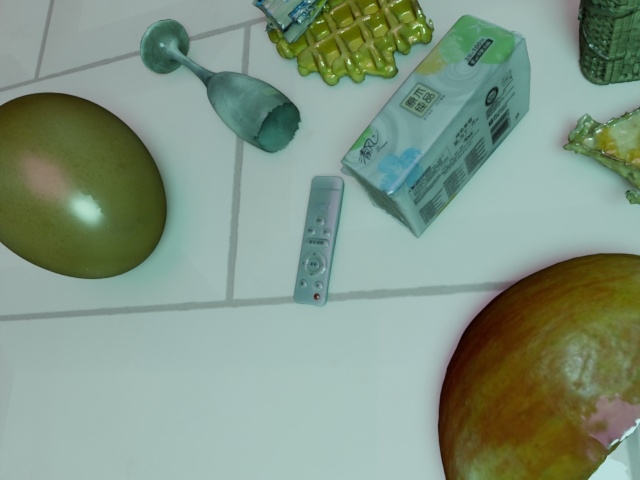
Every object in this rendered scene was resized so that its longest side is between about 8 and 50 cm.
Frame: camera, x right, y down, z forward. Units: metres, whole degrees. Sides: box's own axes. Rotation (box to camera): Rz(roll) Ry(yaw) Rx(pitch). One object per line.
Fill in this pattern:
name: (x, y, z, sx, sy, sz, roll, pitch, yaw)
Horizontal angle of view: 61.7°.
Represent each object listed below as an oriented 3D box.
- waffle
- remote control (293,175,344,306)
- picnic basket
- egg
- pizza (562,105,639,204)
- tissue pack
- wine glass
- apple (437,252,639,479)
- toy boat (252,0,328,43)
waffle: (0.044, -0.379, 0.838, 0.309, 0.065, 0.283, 23, 83, 26)
remote control: (0.000, 0.000, 0.754, 0.050, 0.027, 0.184, 5, 80, 25)
picnic basket: (0.370, -0.285, 0.599, 0.154, 0.196, 0.134, 1, 74, 23)
egg: (-0.371, -0.078, 0.803, 0.322, 0.250, 0.250, 42, 91, 22)
pizza: (0.425, -0.111, 0.591, 0.288, 0.075, 0.280, 8, 71, 22)
tissue pack: (0.132, -0.147, 0.672, 0.145, 0.159, 0.229, 40, 90, 28)
wine glass: (-0.159, -0.308, 0.801, 0.096, 0.264, 0.309, -33, 57, -31)
apple: (0.237, 0.151, 0.533, 0.179, 0.254, 0.346, 42, 95, -4)
toy boat: (-0.006, -0.389, 0.798, 0.210, 0.066, 0.084, -44, 94, -3)
